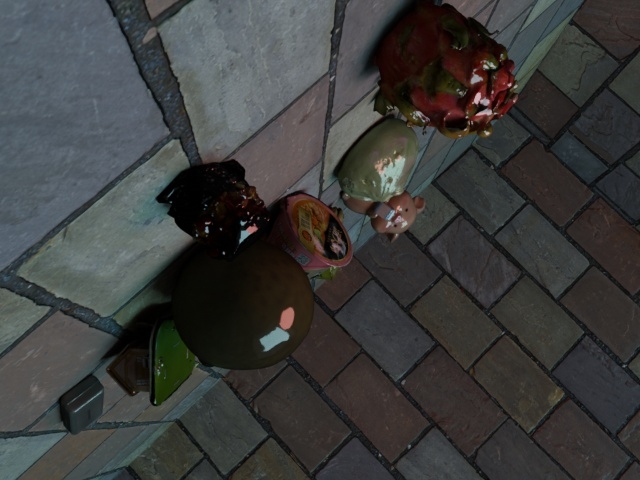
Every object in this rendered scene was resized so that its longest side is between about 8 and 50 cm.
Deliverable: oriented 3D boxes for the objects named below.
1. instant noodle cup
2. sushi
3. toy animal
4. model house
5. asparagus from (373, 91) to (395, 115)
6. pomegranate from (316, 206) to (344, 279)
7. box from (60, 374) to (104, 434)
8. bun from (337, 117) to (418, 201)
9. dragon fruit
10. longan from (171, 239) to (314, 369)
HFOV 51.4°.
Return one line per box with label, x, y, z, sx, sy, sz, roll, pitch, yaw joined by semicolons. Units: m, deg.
instant noodle cup;-0.081;0.033;1.804;0.255;0.244;0.244;-39;175;31
sushi;-0.175;-0.049;1.184;0.153;0.150;0.172;-45;171;5
toy animal;0.215;-0.130;2.274;0.195;0.256;0.213;-47;-179;12
model house;-0.430;0.274;1.675;0.294;0.154;0.207;-40;130;-80
asparagus;0.238;-0.414;1.654;0.277;0.060;0.067;-42;-170;-15
pomegranate;-0.004;0.006;2.214;0.190;0.159;0.241;-42;147;-71
box;-0.610;0.427;1.708;0.103;0.055;0.244;-38;169;-32
bun;0.189;-0.215;1.939;0.283;0.179;0.283;-45;169;-11
dragon fruit;0.264;-0.337;1.387;0.269;0.291;0.250;-46;176;20
longan;-0.186;0.153;1.557;0.361;0.361;0.361;-43;171;-9
